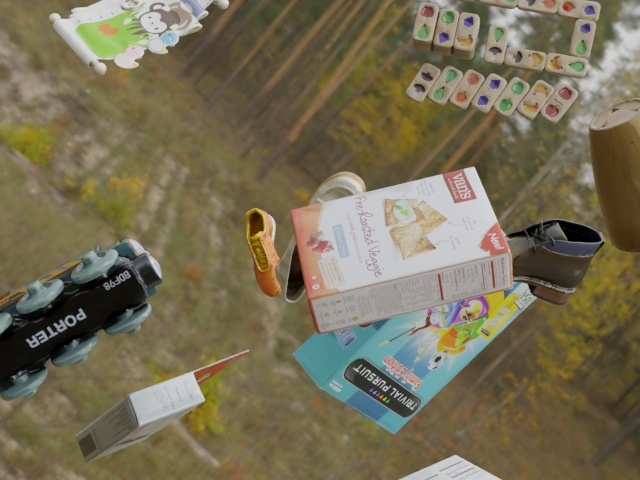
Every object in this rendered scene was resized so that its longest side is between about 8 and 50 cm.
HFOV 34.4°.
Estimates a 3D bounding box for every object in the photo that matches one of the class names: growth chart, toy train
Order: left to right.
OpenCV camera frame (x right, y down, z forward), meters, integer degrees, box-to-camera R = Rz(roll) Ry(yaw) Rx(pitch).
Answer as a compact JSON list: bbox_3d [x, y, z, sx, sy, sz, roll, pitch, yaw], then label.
[{"bbox_3d":[-0.392,0.106,1.539,0.142,0.334,0.190,61,-6,-21],"label":"toy train"},{"bbox_3d":[-0.242,-0.303,1.395,0.172,0.237,0.021,37,-34,31],"label":"growth chart"}]

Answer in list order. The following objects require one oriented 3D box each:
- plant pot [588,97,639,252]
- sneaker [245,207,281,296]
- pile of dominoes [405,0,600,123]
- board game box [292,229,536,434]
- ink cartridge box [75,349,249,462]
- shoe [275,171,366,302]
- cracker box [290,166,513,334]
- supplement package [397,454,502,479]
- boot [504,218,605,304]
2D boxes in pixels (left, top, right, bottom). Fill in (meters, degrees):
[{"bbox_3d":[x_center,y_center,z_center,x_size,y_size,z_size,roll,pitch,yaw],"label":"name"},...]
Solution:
[{"bbox_3d":[0.644,-0.148,2.064,0.254,0.237,0.237,59,0,-19],"label":"plant pot"},{"bbox_3d":[-0.111,0.024,1.921,0.067,0.064,0.175,27,44,-59],"label":"sneaker"},{"bbox_3d":[0.256,-0.274,1.463,0.251,0.196,0.040,11,-12,10],"label":"pile of dominoes"},{"bbox_3d":[0.157,0.117,1.534,0.079,0.336,0.254,48,5,38],"label":"board game box"},{"bbox_3d":[-0.265,0.287,1.772,0.239,0.275,0.060,-16,77,-36],"label":"ink cartridge box"},{"bbox_3d":[0.000,0.000,1.415,0.077,0.219,0.058,23,36,-11],"label":"shoe"},{"bbox_3d":[0.091,0.008,1.206,0.155,0.232,0.067,-104,180,-48],"label":"cracker box"},{"bbox_3d":[0.170,0.471,1.559,0.145,0.204,0.262,24,18,35],"label":"supplement package"},{"bbox_3d":[0.255,0.002,1.312,0.219,0.106,0.082,18,33,-25],"label":"boot"}]
